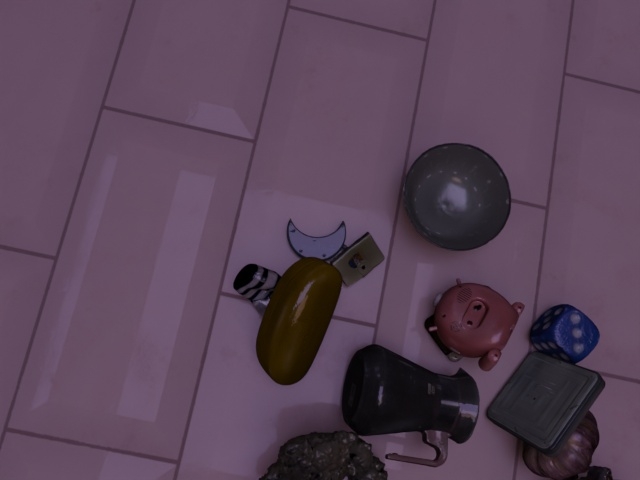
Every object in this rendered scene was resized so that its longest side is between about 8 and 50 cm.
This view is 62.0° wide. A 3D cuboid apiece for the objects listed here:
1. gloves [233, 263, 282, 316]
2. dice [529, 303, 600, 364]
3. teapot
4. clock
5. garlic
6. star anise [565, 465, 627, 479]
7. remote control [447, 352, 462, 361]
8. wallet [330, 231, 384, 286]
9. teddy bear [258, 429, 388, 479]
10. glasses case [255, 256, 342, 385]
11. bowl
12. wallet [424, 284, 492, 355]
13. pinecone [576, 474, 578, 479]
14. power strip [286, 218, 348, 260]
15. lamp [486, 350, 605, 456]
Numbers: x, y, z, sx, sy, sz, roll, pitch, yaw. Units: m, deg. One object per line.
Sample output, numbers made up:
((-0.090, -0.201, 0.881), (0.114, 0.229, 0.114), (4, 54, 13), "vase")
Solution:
((-0.145, 0.162, 1.602), (0.218, 0.131, 0.140), (37, 87, -35), "gloves")
((0.752, 0.292, 1.645), (0.146, 0.143, 0.146), (44, 75, 4), "dice")
((0.249, 0.468, 1.512), (0.343, 0.253, 0.301), (13, 65, -8), "teapot")
((0.450, 0.229, 1.581), (0.241, 0.142, 0.227), (30, 67, 16), "clock")
((0.703, 0.585, 1.540), (0.160, 0.245, 0.245), (38, 79, 0), "garlic")
((0.761, 0.780, 1.537), (0.331, 0.117, 0.332), (-7, 114, -17), "star anise")
((0.446, 0.328, 1.660), (0.122, 0.032, 0.075), (-18, 67, -9), "remote control")
((0.116, 0.061, 1.666), (0.155, 0.039, 0.110), (-37, 107, -10), "wallet")
((-0.015, 0.614, 1.405), (0.357, 0.368, 0.225), (-22, 63, -1), "teddy bear")
((-0.064, 0.231, 1.509), (0.173, 0.141, 0.372), (16, 98, -35), "glasses case")
((0.407, -0.122, 1.677), (0.336, 0.157, 0.338), (1, 80, -4), "bowl")
((0.456, 0.241, 1.668), (0.255, 0.031, 0.137), (-27, 65, -12), "wallet")
((0.733, 0.704, 1.608), (0.083, 0.077, 0.077), (27, 77, 32), "pinecone")
((0.000, 0.000, 1.673), (0.215, 0.044, 0.137), (4, 81, -5), "power strip")
((0.643, 0.461, 1.546), (0.047, 0.266, 0.269), (45, 78, -18), "lamp")
